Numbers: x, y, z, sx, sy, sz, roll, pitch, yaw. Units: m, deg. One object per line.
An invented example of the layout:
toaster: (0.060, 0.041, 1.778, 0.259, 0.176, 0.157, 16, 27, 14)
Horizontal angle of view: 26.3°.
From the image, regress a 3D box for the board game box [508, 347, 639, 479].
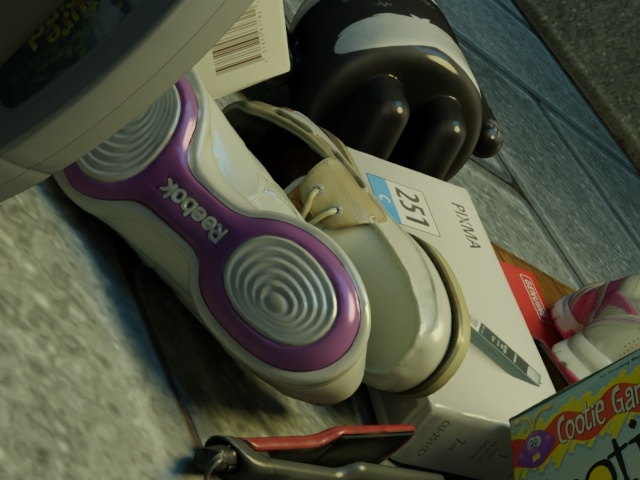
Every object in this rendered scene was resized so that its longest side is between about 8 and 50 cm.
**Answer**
board game box: (0.225, 0.226, 0.866, 0.144, 0.142, 0.275, 31, 41, -30)

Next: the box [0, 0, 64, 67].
box: (-0.313, -0.210, 0.419, 0.472, 0.297, 0.480, 44, 19, -7)

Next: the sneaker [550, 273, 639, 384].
sneaker: (0.269, 0.080, 1.172, 0.103, 0.111, 0.252, 54, 14, -4)

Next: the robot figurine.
robot figurine: (0.055, -0.143, 1.303, 0.209, 0.174, 0.278, 57, 11, -34)

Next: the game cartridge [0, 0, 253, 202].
game cartridge: (-0.130, -0.158, 0.721, 0.196, 0.294, 0.060, 56, 17, 22)

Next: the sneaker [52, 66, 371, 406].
sneaker: (-0.079, -0.008, 0.886, 0.305, 0.114, 0.152, 52, -7, 23)

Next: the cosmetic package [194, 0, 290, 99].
cosmetic package: (-0.135, -0.320, 0.917, 0.377, 0.097, 0.284, 83, -19, -45)

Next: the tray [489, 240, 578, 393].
tray: (0.273, 0.194, 1.267, 0.203, 0.076, 0.411, 26, 28, -48)

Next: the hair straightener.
hair straightener: (0.008, 0.148, 0.808, 0.230, 0.047, 0.089, 18, 35, -56)

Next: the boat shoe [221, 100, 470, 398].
boat shoe: (0.000, 0.000, 1.005, 0.103, 0.113, 0.302, 30, 15, -40)

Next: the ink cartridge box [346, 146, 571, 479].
ink cartridge box: (0.137, 0.071, 1.113, 0.261, 0.066, 0.296, 18, 35, -30)
